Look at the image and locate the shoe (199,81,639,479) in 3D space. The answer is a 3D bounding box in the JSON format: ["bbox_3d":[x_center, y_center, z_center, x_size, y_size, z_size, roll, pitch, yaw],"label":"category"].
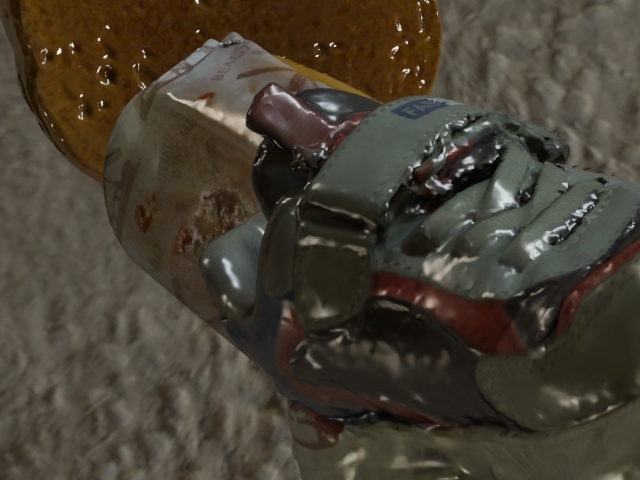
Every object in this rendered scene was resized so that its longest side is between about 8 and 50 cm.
[{"bbox_3d":[0.041,-0.001,0.418,0.099,0.227,0.125,-33,94,-33],"label":"shoe"}]

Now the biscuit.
[{"bbox_3d":[-0.074,-0.165,1.175,0.381,0.074,0.359,33,89,-30],"label":"biscuit"}]

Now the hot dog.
[{"bbox_3d":[0.000,0.000,0.719,0.268,0.075,0.144,42,121,37],"label":"hot dog"}]
